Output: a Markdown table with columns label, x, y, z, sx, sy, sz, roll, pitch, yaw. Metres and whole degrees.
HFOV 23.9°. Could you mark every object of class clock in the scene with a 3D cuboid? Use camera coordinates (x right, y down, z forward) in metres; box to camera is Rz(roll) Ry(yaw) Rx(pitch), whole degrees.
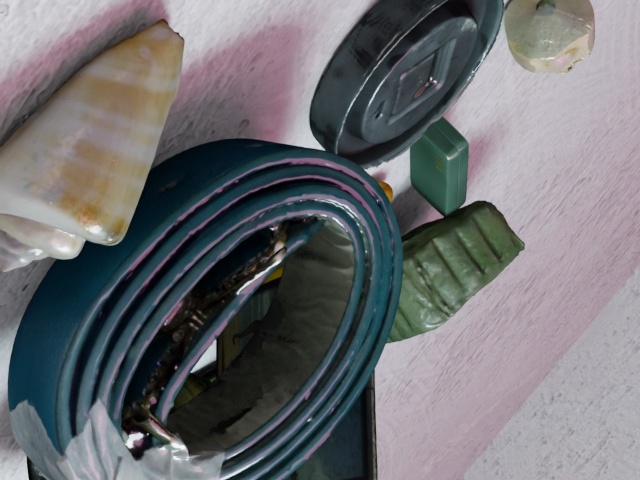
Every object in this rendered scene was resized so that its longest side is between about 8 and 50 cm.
| label | x | y | z | sx | sy | sz | roll | pitch | yaw |
| --- | --- | --- | --- | --- | --- | --- | --- | --- | --- |
| clock | 0.100 | -0.199 | 1.764 | 0.280 | 0.055 | 0.280 | -40 | 160 | -18 |

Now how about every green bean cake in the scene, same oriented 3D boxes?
| label | x | y | z | sx | sy | sz | roll | pitch | yaw |
| --- | --- | --- | --- | --- | --- | --- | --- | --- | --- |
| green bean cake | 0.157 | 0.043 | 2.159 | 0.227 | 0.125 | 0.222 | -32 | -179 | -27 |

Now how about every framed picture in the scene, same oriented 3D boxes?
| label | x | y | z | sx | sy | sz | roll | pitch | yaw |
| --- | --- | --- | --- | --- | --- | --- | --- | --- | --- |
| framed picture | -0.036 | 0.165 | 1.742 | 0.016 | 0.265 | 0.347 | 9 | 164 | -31 |

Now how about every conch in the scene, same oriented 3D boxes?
| label | x | y | z | sx | sy | sz | roll | pitch | yaw |
| --- | --- | --- | --- | --- | --- | --- | --- | --- | --- |
| conch | -0.190 | -0.070 | 1.318 | 0.255 | 0.127 | 0.158 | -48 | 160 | 1 |

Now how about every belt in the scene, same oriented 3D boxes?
| label | x | y | z | sx | sy | sz | roll | pitch | yaw |
| --- | --- | --- | --- | --- | --- | --- | --- | --- | --- |
| belt | -0.109 | 0.090 | 1.520 | 0.436 | 0.173 | 0.300 | -46 | 117 | -15 |

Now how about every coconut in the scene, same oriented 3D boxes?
| label | x | y | z | sx | sy | sz | roll | pitch | yaw |
| --- | --- | --- | --- | --- | --- | --- | --- | --- | --- |
| coconut | 0.293 | -0.273 | 1.931 | 0.116 | 0.116 | 0.122 | -47 | 161 | 1 |

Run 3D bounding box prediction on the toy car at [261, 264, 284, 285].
| label | x | y | z | sx | sy | sz | roll | pitch | yaw |
| --- | --- | --- | --- | --- | --- | --- | --- | --- | --- |
| toy car | -0.029 | 0.142 | 1.946 | 0.142 | 0.200 | 0.247 | -8 | 104 | -19 |

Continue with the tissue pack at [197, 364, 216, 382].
| label | x | y | z | sx | sy | sz | roll | pitch | yaw |
| --- | --- | --- | --- | --- | --- | --- | --- | --- | --- |
| tissue pack | -0.132 | 0.286 | 2.126 | 0.394 | 0.124 | 0.288 | -28 | 151 | -40 |

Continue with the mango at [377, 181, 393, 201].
| label | x | y | z | sx | sy | sz | roll | pitch | yaw |
| --- | --- | --- | --- | --- | --- | --- | --- | --- | --- |
| mango | 0.067 | -0.049 | 2.005 | 0.089 | 0.046 | 0.060 | -44 | 167 | -47 |

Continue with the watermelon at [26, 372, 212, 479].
| label | x | y | z | sx | sy | sz | roll | pitch | yaw |
| --- | --- | --- | --- | --- | --- | --- | --- | --- | --- |
| watermelon | -0.200 | 0.256 | 1.717 | 0.269 | 0.269 | 0.269 | -40 | 159 | -18 |

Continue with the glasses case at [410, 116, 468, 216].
| label | x | y | z | sx | sy | sz | roll | pitch | yaw |
| --- | --- | --- | --- | --- | --- | --- | --- | --- | --- |
| glasses case | 0.158 | -0.102 | 2.032 | 0.039 | 0.078 | 0.184 | -39 | 159 | -13 |
